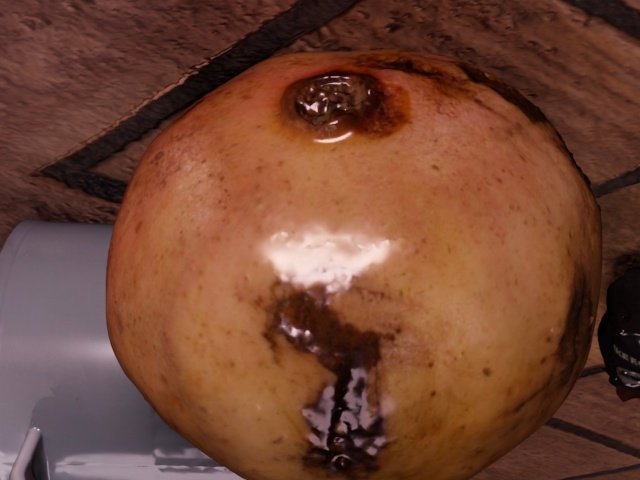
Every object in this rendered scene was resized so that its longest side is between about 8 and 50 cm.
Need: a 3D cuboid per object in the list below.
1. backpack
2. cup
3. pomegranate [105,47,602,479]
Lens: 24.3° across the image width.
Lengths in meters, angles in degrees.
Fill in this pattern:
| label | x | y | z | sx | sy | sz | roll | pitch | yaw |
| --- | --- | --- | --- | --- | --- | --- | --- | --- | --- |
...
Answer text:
| label | x | y | z | sx | sy | sz | roll | pitch | yaw |
| --- | --- | --- | --- | --- | --- | --- | --- | --- | --- |
| backpack | 0.303 | 0.087 | 1.319 | 0.120 | 0.106 | 0.165 | -1 | 160 | 20 |
| cup | -0.096 | 0.112 | 1.192 | 0.311 | 0.257 | 0.331 | 1 | 178 | 5 |
| pomegranate | 0.022 | 0.021 | 0.961 | 0.322 | 0.322 | 0.322 | 2 | 157 | 1 |
